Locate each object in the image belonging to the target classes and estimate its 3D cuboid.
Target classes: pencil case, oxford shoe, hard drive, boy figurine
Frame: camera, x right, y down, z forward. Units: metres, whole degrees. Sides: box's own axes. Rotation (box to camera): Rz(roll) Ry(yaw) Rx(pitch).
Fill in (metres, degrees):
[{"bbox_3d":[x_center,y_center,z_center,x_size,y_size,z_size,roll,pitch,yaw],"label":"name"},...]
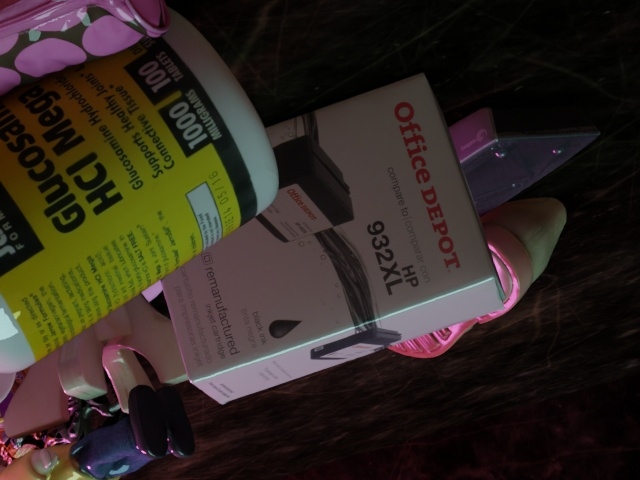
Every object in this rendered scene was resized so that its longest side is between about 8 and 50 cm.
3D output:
[{"bbox_3d":[-0.217,-0.149,1.205,0.209,0.095,0.098,-22,-166,14],"label":"pencil case"},{"bbox_3d":[0.173,0.045,2.151,0.146,0.140,0.397,-38,-171,-31],"label":"oxford shoe"},{"bbox_3d":[0.167,-0.078,1.879,0.172,0.054,0.254,-5,160,-36],"label":"hard drive"},{"bbox_3d":[-0.273,0.246,1.860,0.285,0.092,0.177,-24,164,26],"label":"boy figurine"}]

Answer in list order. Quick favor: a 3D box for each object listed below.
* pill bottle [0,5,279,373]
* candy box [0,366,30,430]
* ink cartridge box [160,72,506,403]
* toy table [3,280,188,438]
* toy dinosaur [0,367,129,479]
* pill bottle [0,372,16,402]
[{"bbox_3d":[-0.213,-0.020,1.287,0.334,0.188,0.188,-35,168,-15],"label":"pill bottle"},{"bbox_3d":[-0.403,0.172,2.010,0.186,0.109,0.053,-11,162,-23],"label":"candy box"},{"bbox_3d":[0.000,0.000,1.663,0.307,0.223,0.129,-19,163,5],"label":"ink cartridge box"},{"bbox_3d":[-0.247,0.103,1.863,0.252,0.161,0.274,-23,164,20],"label":"toy table"},{"bbox_3d":[-0.306,0.266,2.186,0.322,0.218,0.164,22,-169,6],"label":"toy dinosaur"},{"bbox_3d":[-0.458,0.163,1.821,0.160,0.160,0.283,1,159,-46],"label":"pill bottle"}]
